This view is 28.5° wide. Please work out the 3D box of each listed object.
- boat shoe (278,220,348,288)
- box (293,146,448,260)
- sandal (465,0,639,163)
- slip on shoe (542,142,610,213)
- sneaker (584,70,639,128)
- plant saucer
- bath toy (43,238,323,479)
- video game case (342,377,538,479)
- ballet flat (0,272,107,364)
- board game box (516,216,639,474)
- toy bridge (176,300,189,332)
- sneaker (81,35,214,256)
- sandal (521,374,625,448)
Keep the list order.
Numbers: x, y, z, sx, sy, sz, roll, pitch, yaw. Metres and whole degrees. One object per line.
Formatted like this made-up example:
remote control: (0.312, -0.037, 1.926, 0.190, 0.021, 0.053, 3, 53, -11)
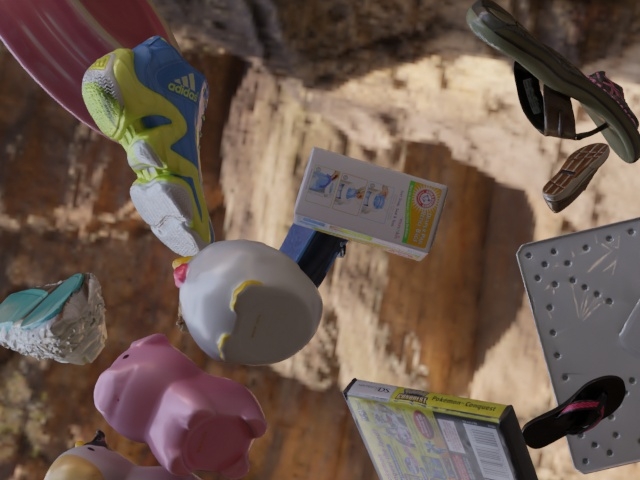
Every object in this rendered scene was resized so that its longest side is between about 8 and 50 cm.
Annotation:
boat shoe: (0.000, 0.000, 2.046, 0.089, 0.109, 0.258, 46, -108, -30)
box: (0.071, -0.051, 1.830, 0.114, 0.203, 0.103, 99, -173, -83)
sandal: (0.267, -0.177, 1.491, 0.086, 0.302, 0.120, -51, 31, 14)
slip on shoe: (0.382, -0.093, 1.871, 0.135, 0.051, 0.041, -44, -52, -24)
sneaker: (0.435, -0.208, 1.862, 0.057, 0.119, 0.047, -26, -26, -27)
plant saucer: (-0.274, -0.263, 1.501, 0.084, 0.332, 0.332, -37, 4, 18)
bath toy: (-0.124, 0.145, 1.016, 0.348, 0.151, 0.129, -63, 31, 15)
video game case: (0.177, 0.309, 1.679, 0.035, 0.248, 0.275, -49, -51, -37)
ballet flat: (-0.400, 0.131, 1.960, 0.409, 0.147, 0.147, -7, 70, 64)
board game box: (0.557, 0.154, 2.077, 0.050, 0.390, 0.390, 71, -174, -75)
toy bridge: (-0.167, 0.096, 1.776, 0.188, 0.063, 0.026, -30, -53, -73)
sneaker: (-0.142, -0.100, 1.281, 0.126, 0.091, 0.240, -46, -49, -31)
sandal: (0.394, 0.271, 1.935, 0.067, 0.179, 0.040, 55, -172, -18)
